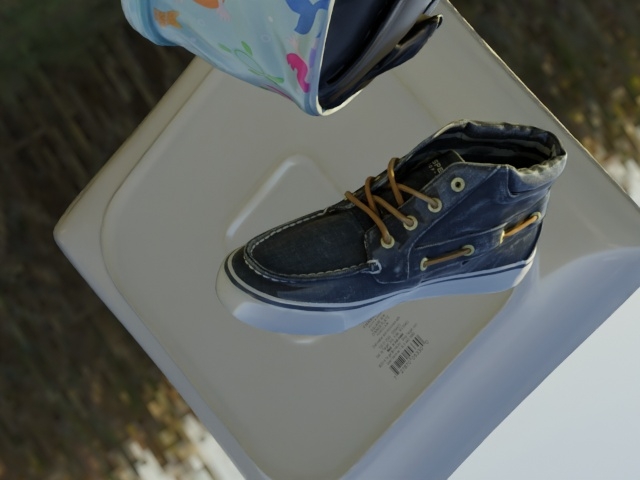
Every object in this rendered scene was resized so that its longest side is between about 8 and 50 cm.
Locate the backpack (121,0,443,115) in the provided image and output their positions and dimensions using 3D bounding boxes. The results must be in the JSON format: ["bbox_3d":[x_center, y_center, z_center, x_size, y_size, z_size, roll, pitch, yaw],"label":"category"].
[{"bbox_3d":[0.003,-0.189,0.858,0.225,0.191,0.254,-41,151,-71],"label":"backpack"}]

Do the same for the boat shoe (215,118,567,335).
[{"bbox_3d":[0.035,-0.013,0.958,0.183,0.065,0.083,-11,135,-32],"label":"boat shoe"}]

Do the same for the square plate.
[{"bbox_3d":[0.000,0.000,1.300,0.347,0.344,0.049,-49,158,24],"label":"square plate"}]
